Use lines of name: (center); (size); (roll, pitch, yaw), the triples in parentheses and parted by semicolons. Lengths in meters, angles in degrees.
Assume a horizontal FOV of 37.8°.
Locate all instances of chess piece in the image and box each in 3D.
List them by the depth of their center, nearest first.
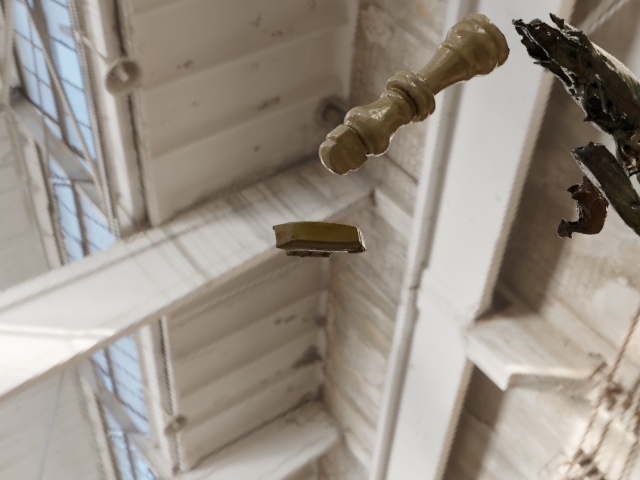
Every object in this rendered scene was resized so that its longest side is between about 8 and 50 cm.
chess piece: (0.158, -0.250, 1.657); (0.397, 0.117, 0.117); (-40, -31, -17)

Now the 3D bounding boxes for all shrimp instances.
shrimp: (0.402, -0.156, 1.321); (0.085, 0.272, 0.445); (-20, -46, 40)

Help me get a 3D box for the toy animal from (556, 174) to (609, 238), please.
toy animal: (0.687, -0.095, 2.437); (0.179, 0.089, 0.188); (-21, -69, 6)

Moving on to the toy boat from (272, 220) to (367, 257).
toy boat: (0.000, 0.000, 1.801); (0.201, 0.057, 0.077); (2, -26, -26)
